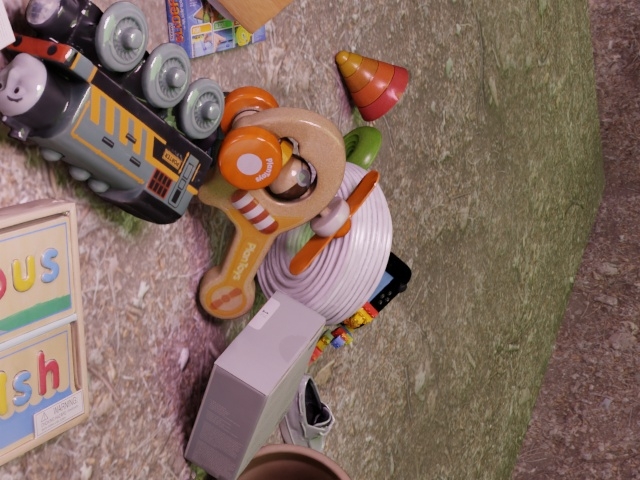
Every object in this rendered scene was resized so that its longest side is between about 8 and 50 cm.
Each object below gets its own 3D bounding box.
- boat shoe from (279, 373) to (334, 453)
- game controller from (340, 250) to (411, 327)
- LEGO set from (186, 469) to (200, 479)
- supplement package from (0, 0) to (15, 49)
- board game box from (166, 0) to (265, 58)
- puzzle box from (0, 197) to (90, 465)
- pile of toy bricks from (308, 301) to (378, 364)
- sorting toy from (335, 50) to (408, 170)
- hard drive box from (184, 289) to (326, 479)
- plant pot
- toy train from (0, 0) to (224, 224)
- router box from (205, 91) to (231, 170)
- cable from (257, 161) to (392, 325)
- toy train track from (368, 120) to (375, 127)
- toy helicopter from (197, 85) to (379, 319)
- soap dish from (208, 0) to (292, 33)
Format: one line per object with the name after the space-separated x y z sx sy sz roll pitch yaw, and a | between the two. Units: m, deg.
-0.021 0.310 1.741 0.079 0.081 0.227 -60 144 -38 | boat shoe
0.061 0.071 1.810 0.166 0.067 0.319 -53 150 1 | game controller
-0.193 0.374 1.484 0.083 0.023 0.054 -15 109 -61 | LEGO set
-0.384 -0.194 0.896 0.179 0.105 0.105 -50 139 -48 | supplement package
-0.145 -0.337 1.407 0.201 0.035 0.136 -31 123 -57 | board game box
-0.392 0.122 1.011 0.409 0.052 0.272 -25 117 -59 | puzzle box
-0.008 0.144 1.640 0.118 0.212 0.105 46 54 -6 | pile of toy bricks
0.031 -0.195 1.747 0.126 0.127 0.365 37 61 -26 | sorting toy
-0.096 0.217 1.460 0.181 0.089 0.232 -49 166 -47 | hard drive box
-0.051 0.475 1.590 0.229 0.263 0.263 80 25 -67 | plant pot
-0.238 -0.151 1.169 0.334 0.142 0.190 40 70 -58 | toy train
-0.155 -0.151 1.424 0.092 0.038 0.122 -14 109 -62 | router box
0.000 0.000 1.526 0.089 0.257 0.257 15 56 -35 | cable
0.095 -0.197 1.928 0.048 0.014 0.083 47 54 -56 | toy train track
-0.068 -0.025 1.397 0.140 0.235 0.355 -97 -152 -54 | toy helicopter
-0.102 -0.460 1.322 0.229 0.118 0.291 41 53 -51 | soap dish
